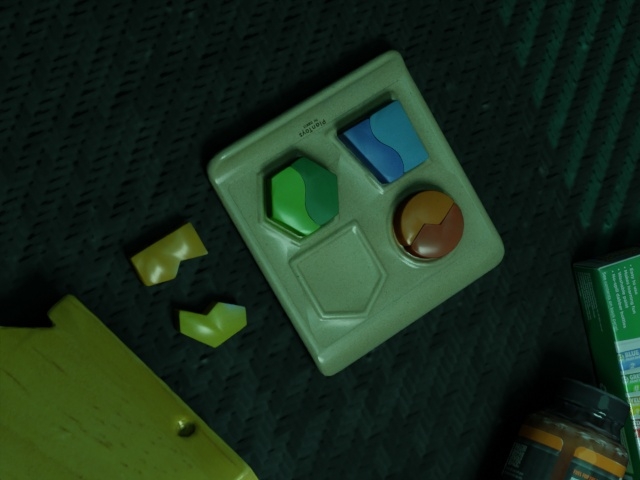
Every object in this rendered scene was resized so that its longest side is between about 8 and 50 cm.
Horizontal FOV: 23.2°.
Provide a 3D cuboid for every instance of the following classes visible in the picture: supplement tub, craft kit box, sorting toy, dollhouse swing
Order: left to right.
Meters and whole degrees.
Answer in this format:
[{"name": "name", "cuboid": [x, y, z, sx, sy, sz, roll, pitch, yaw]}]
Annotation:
[{"name": "dollhouse swing", "cuboid": [-0.215, 0.300, 1.293, 0.347, 0.305, 0.315, -43, 65, -14]}, {"name": "sorting toy", "cuboid": [0.000, 0.000, 1.370, 0.307, 0.041, 0.229, -33, 103, -17]}, {"name": "supplement tub", "cuboid": [0.217, 0.229, 1.432, 0.106, 0.106, 0.198, 26, 84, -20]}, {"name": "craft kit box", "cuboid": [0.385, 0.109, 1.521, 0.247, 0.061, 0.250, -18, 99, -22]}]
